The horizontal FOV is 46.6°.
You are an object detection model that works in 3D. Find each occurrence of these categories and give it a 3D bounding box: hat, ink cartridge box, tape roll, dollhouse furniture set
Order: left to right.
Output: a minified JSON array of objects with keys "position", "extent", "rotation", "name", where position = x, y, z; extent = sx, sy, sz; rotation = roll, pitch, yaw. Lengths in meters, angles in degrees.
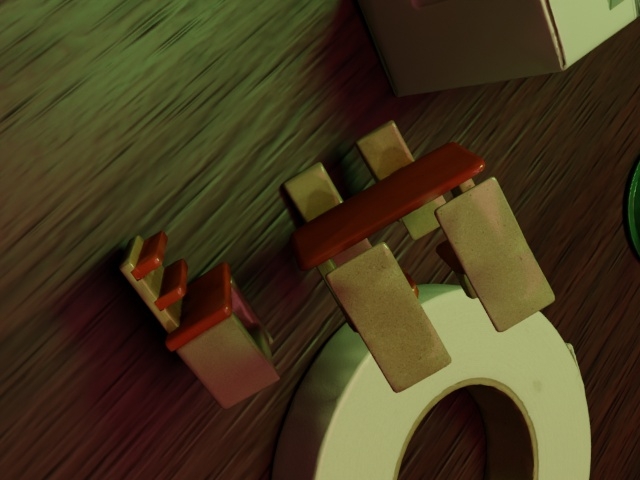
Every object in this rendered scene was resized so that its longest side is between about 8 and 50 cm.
[{"position":[0.000,0.000,0.556],"extent":[0.259,0.262,0.135],"rotation":[-30,109,2],"name":"dollhouse furniture set"},{"position":[0.129,0.235,0.748],"extent":[0.392,0.072,0.392],"rotation":[0,90,-36],"name":"tape roll"},{"position":[0.210,-0.257,0.715],"extent":[0.289,0.211,0.122],"rotation":[-35,112,-29],"name":"ink cartridge box"},{"position":[0.518,-0.037,0.953],"extent":[0.173,0.183,0.209],"rotation":[36,71,-31],"name":"hat"}]
